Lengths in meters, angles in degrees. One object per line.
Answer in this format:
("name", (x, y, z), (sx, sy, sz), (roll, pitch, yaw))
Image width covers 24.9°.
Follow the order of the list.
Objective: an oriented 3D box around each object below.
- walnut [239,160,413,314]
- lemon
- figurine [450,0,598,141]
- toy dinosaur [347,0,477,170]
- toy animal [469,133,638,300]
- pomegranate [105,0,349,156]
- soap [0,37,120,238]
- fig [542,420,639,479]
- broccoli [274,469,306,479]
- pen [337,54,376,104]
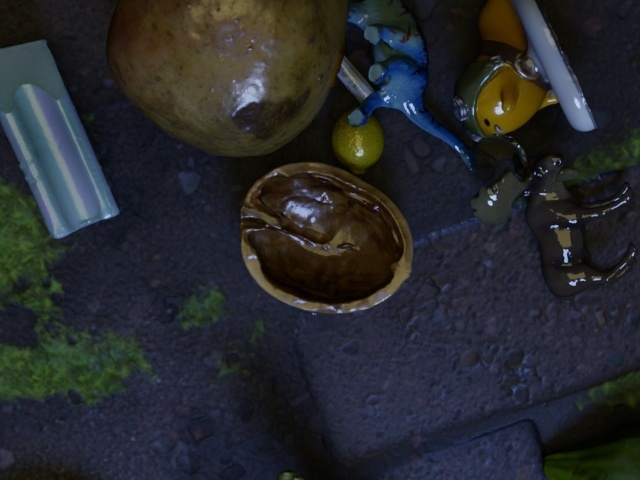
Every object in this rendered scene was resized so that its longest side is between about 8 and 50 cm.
("walnut", (0.001, 0.001, 1.684), (0.211, 0.087, 0.167), (24, 87, -5))
("lemon", (0.043, -0.115, 1.689), (0.062, 0.062, 0.083), (0, 94, -1))
("figurine", (0.202, -0.211, 1.647), (0.141, 0.166, 0.250), (-25, 65, 13))
("toy dinosaur", (0.081, -0.215, 1.661), (0.144, 0.076, 0.329), (-25, 94, -42))
("toy animal", (0.270, -0.031, 1.685), (0.186, 0.094, 0.214), (-7, 103, 8))
("pomegranate", (-0.098, -0.223, 1.576), (0.281, 0.281, 0.281), (0, 94, -1))
("soap", (-0.311, -0.126, 1.647), (0.091, 0.145, 0.230), (-23, 99, -8))
("fig", (0.391, 0.284, 1.677), (0.233, 0.167, 0.167), (7, 94, -8))
("broccoli", (0.032, 0.373, 1.612), (0.177, 0.275, 0.198), (-42, 62, -11))
("pen", (-0.001, -0.234, 1.699), (0.025, 0.025, 0.204), (-41, 93, 2))
